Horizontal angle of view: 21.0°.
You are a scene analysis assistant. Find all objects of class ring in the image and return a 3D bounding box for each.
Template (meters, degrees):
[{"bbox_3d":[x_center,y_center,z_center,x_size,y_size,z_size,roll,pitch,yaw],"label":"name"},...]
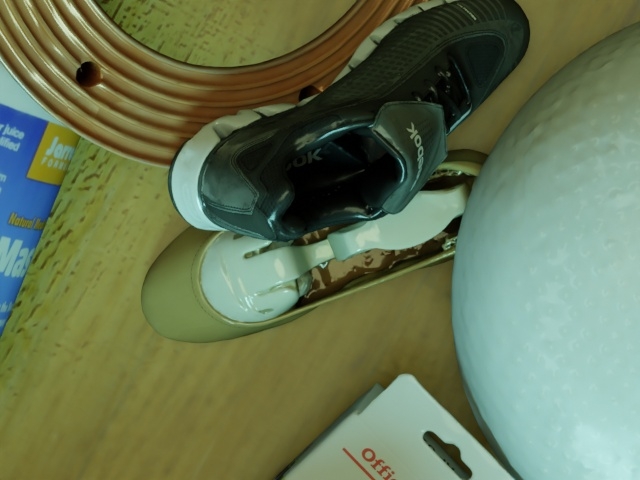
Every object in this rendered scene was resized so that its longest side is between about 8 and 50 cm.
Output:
[{"bbox_3d":[-0.046,-0.202,0.923,0.337,0.032,0.336,-11,111,-29],"label":"ring"}]

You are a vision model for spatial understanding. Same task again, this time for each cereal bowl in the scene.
[{"bbox_3d":[0.247,0.038,0.914,0.339,0.141,0.338,-1,98,-7],"label":"cereal bowl"}]

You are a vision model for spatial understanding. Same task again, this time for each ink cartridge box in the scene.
[{"bbox_3d":[0.027,0.158,0.982,0.104,0.061,0.181,46,109,0],"label":"ink cartridge box"}]

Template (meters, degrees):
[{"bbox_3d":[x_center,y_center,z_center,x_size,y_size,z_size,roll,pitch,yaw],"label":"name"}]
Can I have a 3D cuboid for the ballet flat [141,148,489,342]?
[{"bbox_3d":[0.000,0.000,0.992,0.232,0.073,0.080,-21,93,5],"label":"ballet flat"}]

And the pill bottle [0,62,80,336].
[{"bbox_3d":[-0.219,-0.050,0.966,0.152,0.152,0.272,23,94,3],"label":"pill bottle"}]

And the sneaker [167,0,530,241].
[{"bbox_3d":[0.038,-0.061,0.941,0.234,0.106,0.078,-30,122,-21],"label":"sneaker"}]
